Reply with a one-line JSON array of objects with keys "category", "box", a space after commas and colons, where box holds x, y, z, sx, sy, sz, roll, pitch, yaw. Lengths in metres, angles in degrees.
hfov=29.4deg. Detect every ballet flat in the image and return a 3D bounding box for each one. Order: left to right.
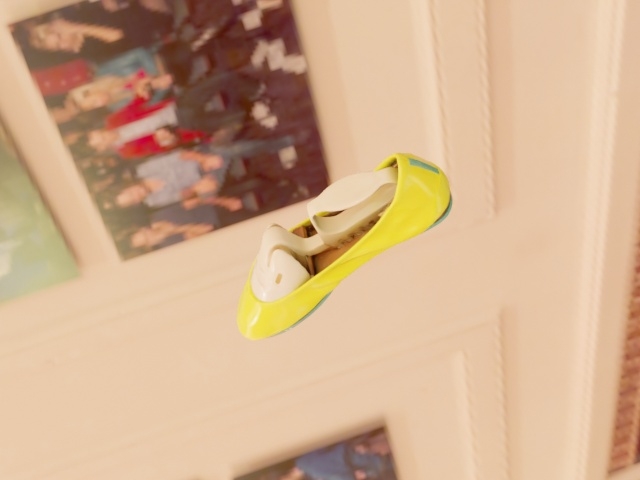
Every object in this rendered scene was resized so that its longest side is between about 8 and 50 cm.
[{"category": "ballet flat", "box": [0.000, 0.000, 0.996, 0.077, 0.231, 0.077, 31, -147, -45]}]
